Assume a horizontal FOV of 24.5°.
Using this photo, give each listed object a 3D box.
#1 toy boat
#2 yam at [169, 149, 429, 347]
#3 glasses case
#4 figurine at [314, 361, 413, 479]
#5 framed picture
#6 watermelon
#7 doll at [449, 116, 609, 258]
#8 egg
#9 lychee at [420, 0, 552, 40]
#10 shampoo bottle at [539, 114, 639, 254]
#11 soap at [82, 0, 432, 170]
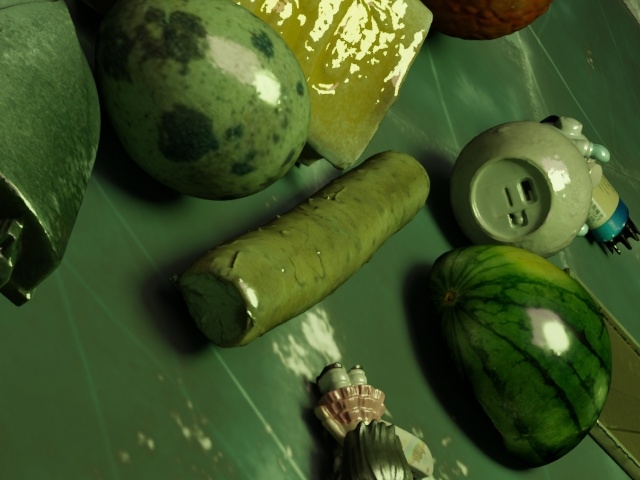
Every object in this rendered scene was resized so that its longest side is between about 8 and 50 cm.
[{"bbox_3d":[-0.205,-0.084,0.926,0.141,0.092,0.319,45,24,-22],"label":"toy boat"},{"bbox_3d":[0.000,0.000,1.175,0.083,0.083,0.371,58,29,0],"label":"yam"},{"bbox_3d":[0.061,0.165,1.168,0.083,0.021,0.032,32,40,-40],"label":"glasses case"},{"bbox_3d":[0.027,0.149,1.099,0.072,0.054,0.129,11,50,-34],"label":"figurine"},{"bbox_3d":[0.351,0.189,1.609,0.289,0.020,0.211,45,31,-24],"label":"framed picture"},{"bbox_3d":[0.199,0.096,1.350,0.232,0.127,0.204,49,26,-28],"label":"watermelon"},{"bbox_3d":[0.225,-0.063,1.547,0.151,0.151,0.287,59,21,1],"label":"doll"},{"bbox_3d":[-0.088,-0.108,1.073,0.181,0.141,0.141,42,32,-35],"label":"egg"},{"bbox_3d":[0.177,-0.346,1.614,0.300,0.255,0.255,4,49,-10],"label":"lychee"},{"bbox_3d":[0.318,-0.062,1.767,0.183,0.050,0.087,51,26,-14],"label":"shampoo bottle"},{"bbox_3d":[-0.046,-0.197,1.204,0.274,0.089,0.173,35,78,-36],"label":"soap"}]
